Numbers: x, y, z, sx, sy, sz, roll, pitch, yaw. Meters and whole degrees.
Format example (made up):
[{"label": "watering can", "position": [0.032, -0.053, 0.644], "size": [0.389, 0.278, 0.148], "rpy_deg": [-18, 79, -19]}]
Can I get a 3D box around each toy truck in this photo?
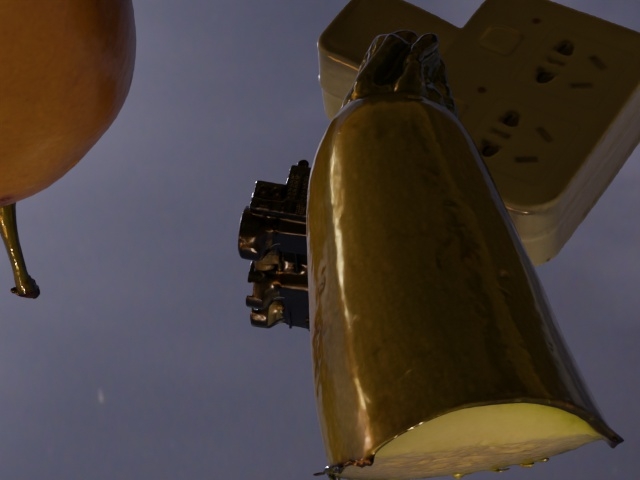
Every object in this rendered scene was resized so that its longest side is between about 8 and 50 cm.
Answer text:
[{"label": "toy truck", "position": [-0.001, 0.003, 1.825], "size": [0.127, 0.257, 0.127], "rpy_deg": [10, -108, 7]}]

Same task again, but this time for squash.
[{"label": "squash", "position": [0.040, 0.012, 0.968], "size": [0.137, 0.137, 0.287], "rpy_deg": [-9, -133, -8]}]

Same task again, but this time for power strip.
[{"label": "power strip", "position": [0.126, -0.099, 1.661], "size": [0.261, 0.141, 0.229], "rpy_deg": [23, -127, 23]}]

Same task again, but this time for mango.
[{"label": "mango", "position": [-0.297, -0.176, 1.453], "size": [0.300, 0.446, 0.232], "rpy_deg": [-11, -114, 7]}]

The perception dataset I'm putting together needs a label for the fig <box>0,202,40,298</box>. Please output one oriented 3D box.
[{"label": "fig", "position": [-0.325, -0.071, 1.873], "size": [0.151, 0.151, 0.259], "rpy_deg": [-2, -90, -2]}]
